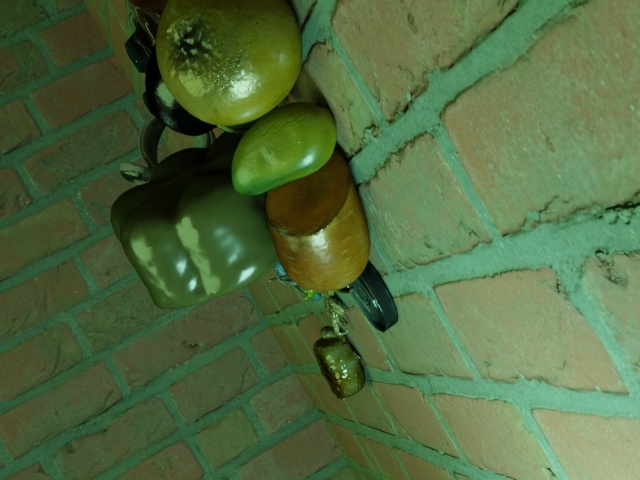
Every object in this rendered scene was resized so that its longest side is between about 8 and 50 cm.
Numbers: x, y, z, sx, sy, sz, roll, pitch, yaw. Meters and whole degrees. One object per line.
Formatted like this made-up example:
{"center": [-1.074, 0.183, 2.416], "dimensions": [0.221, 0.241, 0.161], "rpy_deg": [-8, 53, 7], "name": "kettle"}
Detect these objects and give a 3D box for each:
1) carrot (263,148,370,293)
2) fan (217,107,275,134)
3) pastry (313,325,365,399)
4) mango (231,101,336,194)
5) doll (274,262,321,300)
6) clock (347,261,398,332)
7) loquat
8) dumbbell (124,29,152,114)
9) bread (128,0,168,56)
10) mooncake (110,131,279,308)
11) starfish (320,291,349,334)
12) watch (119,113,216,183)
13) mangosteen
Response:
{"center": [0.000, 0.000, 1.738], "dimensions": [0.193, 0.214, 0.331], "rpy_deg": [17, 147, 28], "name": "carrot"}
{"center": [-0.149, -0.276, 1.707], "dimensions": [0.011, 0.229, 0.335], "rpy_deg": [-10, 110, 43], "name": "fan"}
{"center": [0.054, 0.362, 2.551], "dimensions": [0.218, 0.100, 0.229], "rpy_deg": [37, 152, 61], "name": "pastry"}
{"center": [-0.077, -0.176, 1.636], "dimensions": [0.137, 0.237, 0.091], "rpy_deg": [70, -159, -1], "name": "mango"}
{"center": [-0.107, 0.038, 2.523], "dimensions": [0.341, 0.099, 0.346], "rpy_deg": [47, 172, 8], "name": "doll"}
{"center": [0.110, 0.117, 1.938], "dimensions": [0.184, 0.040, 0.184], "rpy_deg": [55, 166, 21], "name": "clock"}
{"center": [-0.159, -0.332, 1.513], "dimensions": [0.263, 0.263, 0.263], "rpy_deg": [55, 166, 21], "name": "loquat"}
{"center": [-0.484, -0.502, 2.640], "dimensions": [0.160, 0.144, 0.325], "rpy_deg": [52, 166, 25], "name": "dumbbell"}
{"center": [-0.434, -0.561, 2.323], "dimensions": [0.224, 0.142, 0.212], "rpy_deg": [57, 170, 20], "name": "bread"}
{"center": [-0.243, -0.061, 1.986], "dimensions": [0.262, 0.467, 0.467], "rpy_deg": [63, 167, -23], "name": "mooncake"}
{"center": [0.021, 0.162, 2.350], "dimensions": [0.150, 0.053, 0.210], "rpy_deg": [39, 154, 48], "name": "starfish"}
{"center": [-0.414, -0.254, 2.384], "dimensions": [0.196, 0.244, 0.231], "rpy_deg": [-107, 26, -89], "name": "watch"}
{"center": [-0.226, -0.344, 1.836], "dimensions": [0.287, 0.287, 0.233], "rpy_deg": [89, 177, -64], "name": "mangosteen"}
